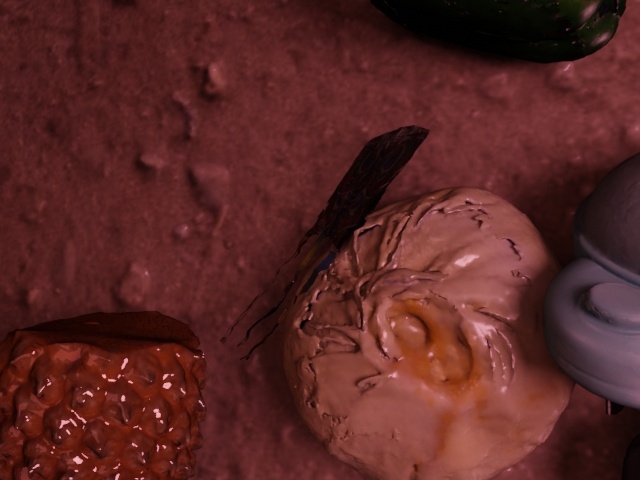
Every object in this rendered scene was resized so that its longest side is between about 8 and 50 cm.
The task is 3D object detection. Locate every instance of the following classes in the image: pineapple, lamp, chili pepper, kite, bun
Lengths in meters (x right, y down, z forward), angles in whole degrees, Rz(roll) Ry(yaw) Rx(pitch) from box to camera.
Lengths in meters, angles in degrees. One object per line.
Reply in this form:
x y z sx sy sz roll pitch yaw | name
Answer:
-0.221 0.259 0.640 0.223 0.223 0.357 3 94 22 | pineapple
0.283 0.014 0.470 0.284 0.147 0.209 -46 36 -15 | lamp
0.160 -0.294 0.590 0.257 0.233 0.248 19 70 31 | chili pepper
0.000 0.000 0.623 0.015 0.152 0.285 40 84 -16 | kite
0.086 0.086 0.573 0.287 0.146 0.287 -6 77 25 | bun

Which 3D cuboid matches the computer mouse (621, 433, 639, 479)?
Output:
0.362 0.169 0.470 0.269 0.100 0.170 -35 67 6 | computer mouse
